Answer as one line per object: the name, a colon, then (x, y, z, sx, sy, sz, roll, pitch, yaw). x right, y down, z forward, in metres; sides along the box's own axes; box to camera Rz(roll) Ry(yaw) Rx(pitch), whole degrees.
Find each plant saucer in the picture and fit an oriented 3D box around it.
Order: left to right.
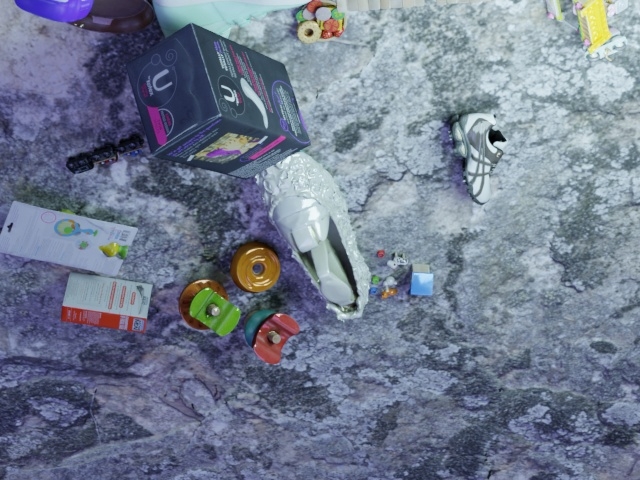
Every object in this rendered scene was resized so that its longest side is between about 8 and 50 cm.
plant saucer: (-0.342, -0.373, 1.787, 0.168, 0.029, 0.168, 2, 163, 1)

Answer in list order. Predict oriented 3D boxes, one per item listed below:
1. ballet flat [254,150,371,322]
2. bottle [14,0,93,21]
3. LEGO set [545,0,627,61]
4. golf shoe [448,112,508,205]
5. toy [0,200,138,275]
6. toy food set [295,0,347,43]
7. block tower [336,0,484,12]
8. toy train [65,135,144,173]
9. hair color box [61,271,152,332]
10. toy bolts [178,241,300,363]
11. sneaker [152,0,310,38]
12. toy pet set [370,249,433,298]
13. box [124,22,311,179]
ballet flat: (0.000, 0.000, 2.120, 0.147, 0.147, 0.409, -17, 131, 17)
bottle: (-0.370, -0.459, 1.619, 0.118, 0.092, 0.283, 21, 118, 17)
LEGO set: (0.415, -0.410, 1.754, 0.132, 0.107, 0.287, -24, 135, -25)
golf shoe: (0.290, -0.142, 2.012, 0.094, 0.077, 0.198, -13, 134, 13)
toy: (-0.481, -0.015, 2.167, 0.237, 0.056, 0.137, 16, 129, -21)
toy food set: (0.001, -0.354, 1.845, 0.083, 0.020, 0.082, 3, 135, -1)
block tower: (0.172, -0.417, 1.731, 0.335, 0.097, 0.091, -2, 135, 6)
toy train: (-0.383, -0.151, 2.049, 0.158, 0.027, 0.036, -16, 136, 17)
hair color box: (-0.425, 0.124, 2.276, 0.167, 0.093, 0.053, 9, 135, -7)
toy bolts: (-0.148, 0.120, 2.276, 0.228, 0.158, 0.218, 41, 83, -21)
sneaker: (-0.131, -0.360, 1.801, 0.256, 0.094, 0.151, -4, 145, -2)
toy pet set: (0.160, 0.087, 2.247, 0.114, 0.065, 0.122, 4, 135, -3)
box: (-0.158, -0.212, 1.809, 0.143, 0.165, 0.270, -26, 162, 24)
